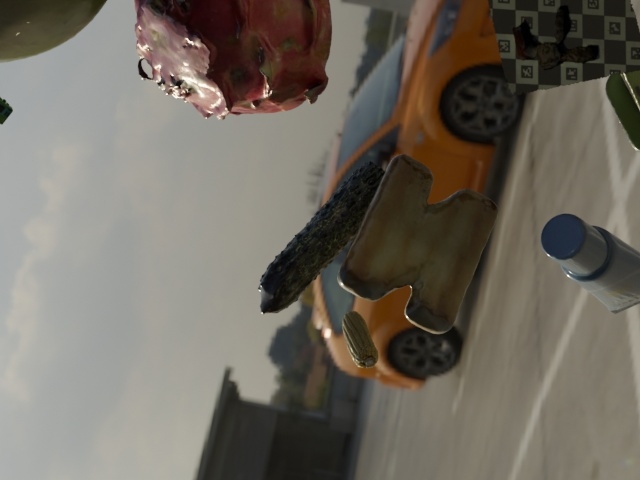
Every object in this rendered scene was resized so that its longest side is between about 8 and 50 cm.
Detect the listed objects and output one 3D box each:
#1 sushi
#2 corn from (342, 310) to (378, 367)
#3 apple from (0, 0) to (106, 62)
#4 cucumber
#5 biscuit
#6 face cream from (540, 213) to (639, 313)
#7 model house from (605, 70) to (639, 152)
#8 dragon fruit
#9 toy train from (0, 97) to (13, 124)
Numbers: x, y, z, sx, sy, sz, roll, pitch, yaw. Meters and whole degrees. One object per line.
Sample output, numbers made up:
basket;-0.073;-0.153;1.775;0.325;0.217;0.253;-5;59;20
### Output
sushi;0.426;-0.362;1.897;0.043;0.279;0.193;176;78;-74
corn;0.051;0.130;1.423;0.092;0.037;0.037;-107;21;-51
apple;-0.507;-0.476;1.586;0.473;0.473;0.474;10;-90;-88
cucumber;0.000;0.000;2.069;0.359;0.096;0.096;-46;-13;-17
biscuit;0.182;0.006;1.996;0.291;0.237;0.062;-66;5;-18
face cream;0.442;0.045;1.643;0.385;0.135;0.086;26;-136;-52
model house;0.641;-0.311;1.998;0.278;0.218;0.205;34;-148;-65
dragon fruit;-0.175;-0.376;1.902;0.249;0.386;0.371;-23;-30;-49
toy train;-0.629;-0.276;1.901;0.042;0.044;0.209;-50;-35;0
